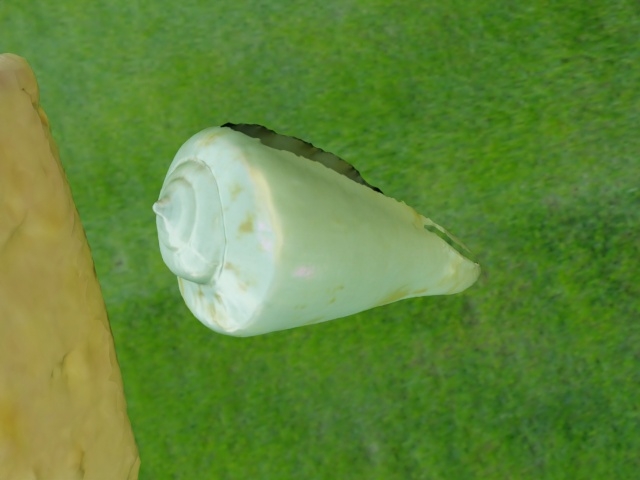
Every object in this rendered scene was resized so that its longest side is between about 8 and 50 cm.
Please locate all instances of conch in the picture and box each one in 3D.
[{"bbox_3d":[-0.012,-0.015,0.852,0.144,0.251,0.137,4,100,40],"label":"conch"}]

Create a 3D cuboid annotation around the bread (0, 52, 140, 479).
[{"bbox_3d":[-0.175,0.059,0.316,0.135,0.240,0.178,0,110,39],"label":"bread"}]
